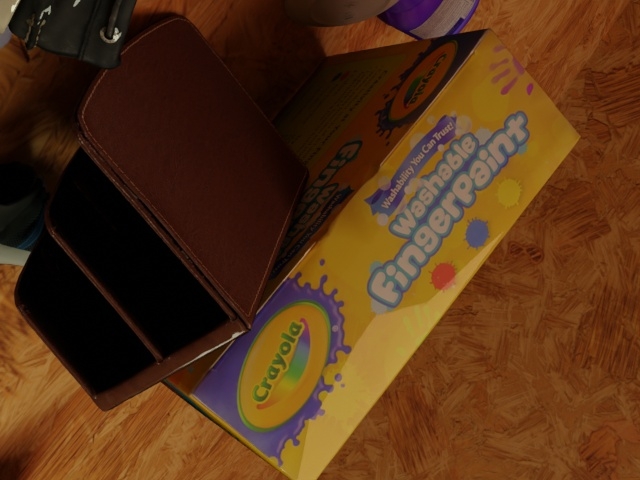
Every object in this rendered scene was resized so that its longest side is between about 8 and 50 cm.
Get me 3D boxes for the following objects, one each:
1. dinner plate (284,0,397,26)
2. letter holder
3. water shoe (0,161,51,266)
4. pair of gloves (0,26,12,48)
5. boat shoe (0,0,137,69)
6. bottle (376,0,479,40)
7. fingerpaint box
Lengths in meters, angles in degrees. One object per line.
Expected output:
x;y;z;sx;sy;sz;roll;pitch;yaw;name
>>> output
0.031;-0.263;1.116;0.141;0.017;0.141;-11;166;-3;dinner plate
-0.151;-0.045;0.879;0.152;0.214;0.302;-30;-161;21;letter holder
-0.250;-0.023;0.879;0.080;0.073;0.203;-62;164;8;water shoe
-0.254;-0.167;0.680;0.159;0.023;0.198;-51;164;-17;pair of gloves
-0.083;-0.234;0.623;0.340;0.113;0.127;-48;-156;25;boat shoe
0.116;-0.314;1.259;0.118;0.092;0.283;-54;163;16;bottle
0.000;0.000;1.107;0.445;0.163;0.371;-51;-158;-13;fingerpaint box
